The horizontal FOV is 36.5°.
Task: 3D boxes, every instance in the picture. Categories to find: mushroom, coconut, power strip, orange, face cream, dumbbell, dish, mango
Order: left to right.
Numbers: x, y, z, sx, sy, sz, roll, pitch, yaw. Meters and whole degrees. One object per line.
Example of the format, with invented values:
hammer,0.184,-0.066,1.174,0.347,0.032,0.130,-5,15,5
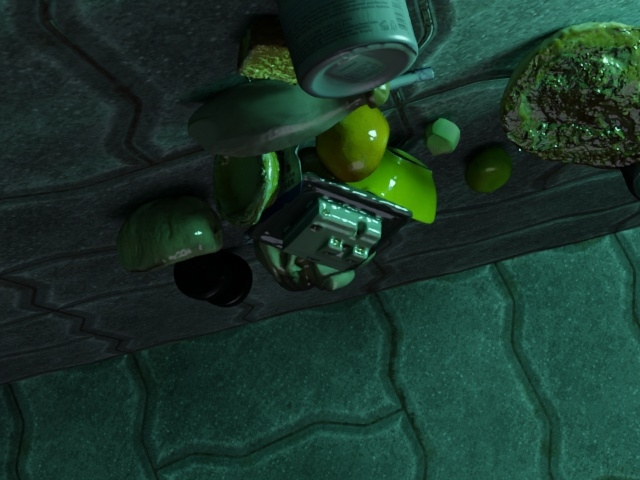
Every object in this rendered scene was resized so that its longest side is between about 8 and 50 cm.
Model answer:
dumbbell,-0.286,0.093,2.599,0.152,0.152,0.218,-17,166,12
mushroom,-0.052,-0.224,1.630,0.350,0.128,0.128,-19,166,10
power strip,0.016,-0.014,1.929,0.257,0.092,0.251,18,151,-21
face cream,0.036,-0.301,1.355,0.177,0.153,0.177,-13,168,-3
orange,0.057,-0.190,1.840,0.136,0.159,0.159,20,164,1
dish,0.155,-0.144,2.126,0.262,0.221,0.108,15,108,-48
coconut,0.256,-0.220,2.062,0.082,0.081,0.083,-12,136,39
mango,0.417,-0.173,2.381,0.117,0.089,0.163,-12,166,-12

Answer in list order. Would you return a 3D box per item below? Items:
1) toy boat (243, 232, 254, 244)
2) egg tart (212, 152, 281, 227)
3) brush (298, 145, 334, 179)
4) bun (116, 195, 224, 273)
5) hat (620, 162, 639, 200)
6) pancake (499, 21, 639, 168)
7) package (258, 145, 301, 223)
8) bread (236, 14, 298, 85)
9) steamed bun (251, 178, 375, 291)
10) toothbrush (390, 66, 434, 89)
toy boat,-0.073,0.000,2.640,0.291,0.070,0.210,-7,160,-14
egg tart,-0.133,-0.117,1.839,0.078,0.197,0.197,-2,162,-34
brush,-0.060,-0.112,2.010,0.166,0.174,0.267,-3,157,-7
bun,-0.330,-0.019,2.119,0.244,0.153,0.244,-18,-174,2
hat,0.775,-0.274,2.274,0.238,0.209,0.336,-31,155,-23
pancake,0.522,-0.265,1.828,0.356,0.065,0.356,5,138,5
package,-0.078,-0.137,1.857,0.027,0.173,0.171,15,153,-29
bread,-0.054,-0.290,1.494,0.187,0.065,0.103,-5,165,-39
steamed bun,0.000,0.000,2.321,0.352,0.247,0.339,-12,165,9
toothbrush,0.035,-0.261,1.780,0.354,0.024,0.029,-15,172,2
